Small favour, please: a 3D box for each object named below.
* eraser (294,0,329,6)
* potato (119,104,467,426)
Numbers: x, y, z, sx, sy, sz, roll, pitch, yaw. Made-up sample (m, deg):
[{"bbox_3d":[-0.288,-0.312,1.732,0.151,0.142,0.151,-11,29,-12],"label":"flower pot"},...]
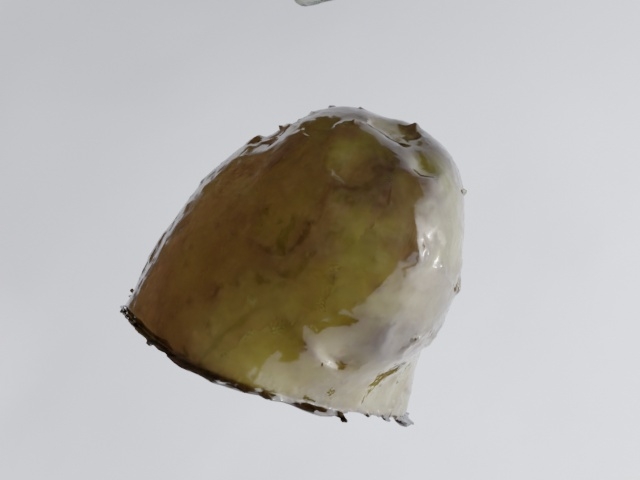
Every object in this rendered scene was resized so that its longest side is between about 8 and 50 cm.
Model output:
[{"bbox_3d":[0.087,-0.257,0.470,0.287,0.086,0.130,-48,-155,-17],"label":"eraser"},{"bbox_3d":[0.000,0.000,0.695,0.289,0.301,0.237,25,-88,41],"label":"potato"}]
